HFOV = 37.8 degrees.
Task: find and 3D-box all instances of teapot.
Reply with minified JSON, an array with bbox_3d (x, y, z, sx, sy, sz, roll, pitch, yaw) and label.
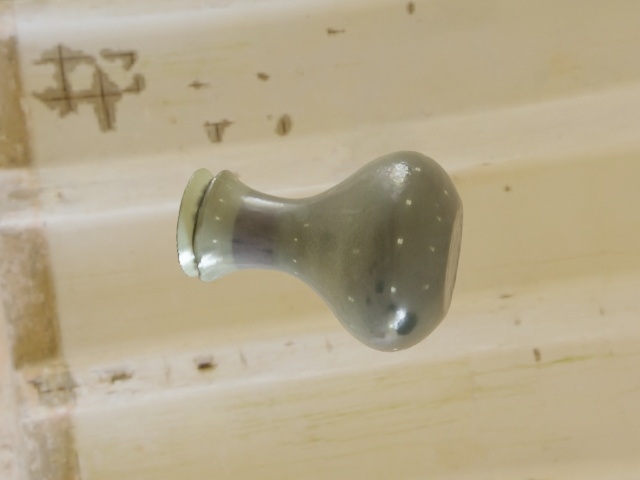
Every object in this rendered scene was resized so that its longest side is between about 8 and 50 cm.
[{"bbox_3d":[0.000,0.000,0.865,0.183,0.250,0.184,8,90,-77],"label":"teapot"}]
